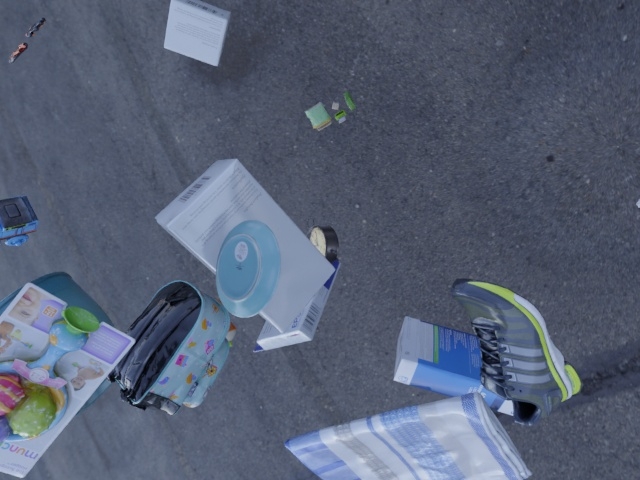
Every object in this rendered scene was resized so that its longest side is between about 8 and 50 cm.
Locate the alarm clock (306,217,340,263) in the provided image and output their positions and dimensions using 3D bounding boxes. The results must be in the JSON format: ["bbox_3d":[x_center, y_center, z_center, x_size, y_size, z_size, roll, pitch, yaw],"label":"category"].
[{"bbox_3d":[0.000,0.000,1.310,0.192,0.064,0.129,61,141,31],"label":"alarm clock"}]

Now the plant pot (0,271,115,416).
[{"bbox_3d":[-0.598,0.258,0.949,0.255,0.272,0.272,39,123,-1],"label":"plant pot"}]

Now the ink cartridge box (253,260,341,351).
[{"bbox_3d":[-0.102,0.223,1.454,0.330,0.324,0.071,-24,122,42],"label":"ink cartridge box"}]

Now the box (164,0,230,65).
[{"bbox_3d":[-0.231,-0.400,0.777,0.102,0.101,0.087,-100,29,-54],"label":"box"}]

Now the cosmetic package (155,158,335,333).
[{"bbox_3d":[-0.168,0.016,0.988,0.385,0.217,0.156,51,162,-28],"label":"cosmetic package"}]

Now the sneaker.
[{"bbox_3d":[0.300,0.181,0.655,0.300,0.121,0.111,49,164,-12],"label":"sneaker"}]

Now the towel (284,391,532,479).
[{"bbox_3d":[0.121,0.302,0.568,0.284,0.034,0.209,-23,122,21],"label":"towel"}]

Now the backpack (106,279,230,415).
[{"bbox_3d":[-0.236,0.168,0.676,0.165,0.144,0.189,15,74,45],"label":"backpack"}]

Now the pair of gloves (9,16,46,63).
[{"bbox_3d":[-0.464,-0.316,0.648,0.074,0.010,0.083,7,69,41],"label":"pair of gloves"}]

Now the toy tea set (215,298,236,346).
[{"bbox_3d":[-0.347,0.280,1.295,0.200,0.336,0.124,-43,73,23],"label":"toy tea set"}]

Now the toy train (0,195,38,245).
[{"bbox_3d":[-0.657,-0.025,0.799,0.105,0.184,0.080,-36,81,44],"label":"toy train"}]

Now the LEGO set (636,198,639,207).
[{"bbox_3d":[0.816,-0.140,0.846,0.244,0.060,0.183,6,130,0],"label":"LEGO set"}]

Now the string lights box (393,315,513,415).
[{"bbox_3d":[0.297,0.264,0.877,0.259,0.133,0.077,15,123,7],"label":"string lights box"}]

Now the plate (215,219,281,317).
[{"bbox_3d":[-0.149,0.051,0.778,0.188,0.024,0.188,-9,77,39],"label":"plate"}]

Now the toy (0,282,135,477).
[{"bbox_3d":[-0.347,0.180,0.471,0.237,0.136,0.056,-51,23,1],"label":"toy"}]

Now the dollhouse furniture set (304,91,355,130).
[{"bbox_3d":[0.032,-0.392,1.259,0.151,0.059,0.076,-26,129,17],"label":"dollhouse furniture set"}]
